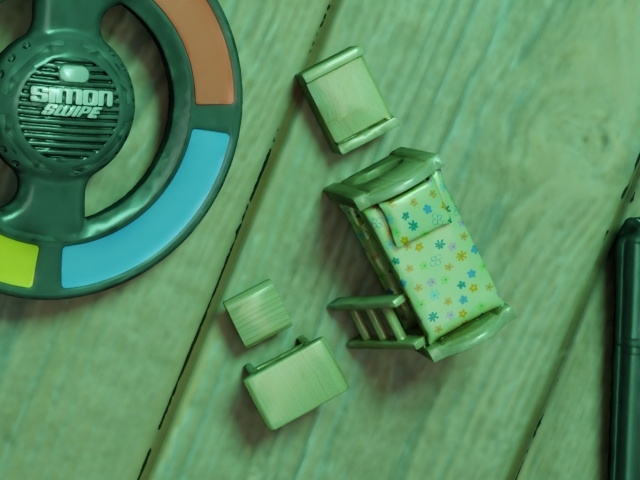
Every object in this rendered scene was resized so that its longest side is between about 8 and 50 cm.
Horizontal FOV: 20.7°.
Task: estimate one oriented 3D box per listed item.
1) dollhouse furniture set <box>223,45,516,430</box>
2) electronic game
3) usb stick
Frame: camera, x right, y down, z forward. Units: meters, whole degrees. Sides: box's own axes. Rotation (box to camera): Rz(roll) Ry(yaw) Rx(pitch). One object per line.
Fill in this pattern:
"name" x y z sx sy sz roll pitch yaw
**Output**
"dollhouse furniture set" 0.000 0.000 1.050 0.161 0.101 0.182 -29 100 -7
"electronic game" -0.151 -0.078 1.015 0.229 0.048 0.229 -6 104 -26
"usb stick" 0.222 0.122 1.138 0.077 0.045 0.278 -1 96 -18
